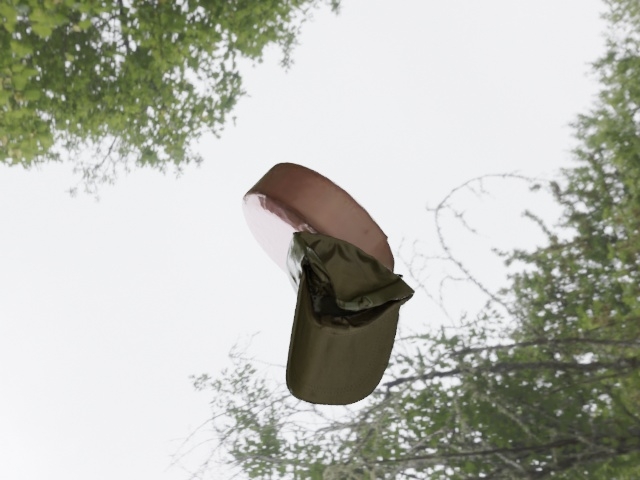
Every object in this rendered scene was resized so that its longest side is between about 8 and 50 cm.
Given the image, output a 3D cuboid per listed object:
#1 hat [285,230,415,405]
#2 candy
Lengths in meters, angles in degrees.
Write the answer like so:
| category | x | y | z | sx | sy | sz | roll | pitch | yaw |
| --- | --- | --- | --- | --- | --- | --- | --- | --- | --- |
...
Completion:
| category | x | y | z | sx | sy | sz | roll | pitch | yaw |
| --- | --- | --- | --- | --- | --- | --- | --- | --- | --- |
| hat | 0.004 | 0.093 | 0.794 | 0.166 | 0.144 | 0.173 | 23 | -78 | -29 |
| candy | 0.000 | 0.000 | 0.967 | 0.255 | 0.255 | 0.094 | 44 | -110 | -3 |
